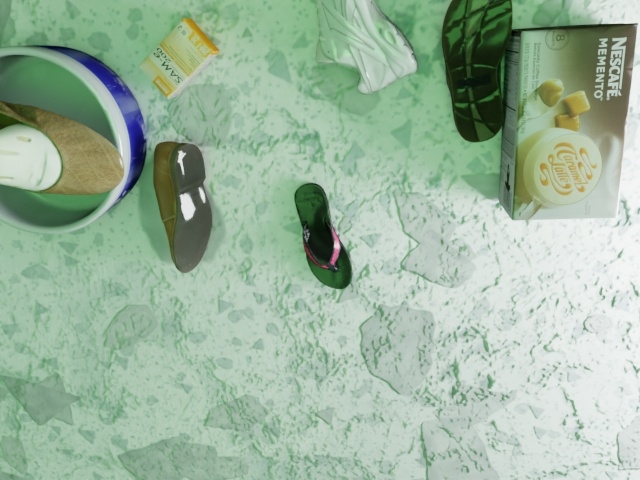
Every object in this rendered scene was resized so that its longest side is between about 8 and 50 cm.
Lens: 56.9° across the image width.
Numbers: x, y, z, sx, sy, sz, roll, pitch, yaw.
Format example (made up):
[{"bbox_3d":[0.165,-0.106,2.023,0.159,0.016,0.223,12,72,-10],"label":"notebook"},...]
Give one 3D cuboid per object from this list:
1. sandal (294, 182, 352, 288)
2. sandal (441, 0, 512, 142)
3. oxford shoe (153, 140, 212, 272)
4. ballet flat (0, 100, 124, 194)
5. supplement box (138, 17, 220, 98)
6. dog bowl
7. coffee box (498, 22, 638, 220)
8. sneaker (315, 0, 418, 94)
[{"bbox_3d":[0.000,0.000,0.914,0.067,0.040,0.179,-15,108,11],"label":"sandal"},{"bbox_3d":[0.214,-0.242,0.801,0.090,0.060,0.219,-6,124,14],"label":"sandal"},{"bbox_3d":[-0.219,-0.052,0.915,0.076,0.076,0.212,17,117,32],"label":"oxford shoe"},{"bbox_3d":[-0.431,-0.134,0.754,0.342,0.124,0.116,25,111,-4],"label":"ballet flat"},{"bbox_3d":[-0.202,-0.259,0.843,0.098,0.036,0.062,-40,101,17],"label":"supplement box"},{"bbox_3d":[-0.398,-0.149,0.867,0.265,0.104,0.265,2,110,6],"label":"dog bowl"},{"bbox_3d":[0.323,-0.158,0.793,0.141,0.098,0.246,-1,110,6],"label":"coffee box"},{"bbox_3d":[0.025,-0.293,0.783,0.115,0.090,0.232,-34,102,19],"label":"sneaker"}]
